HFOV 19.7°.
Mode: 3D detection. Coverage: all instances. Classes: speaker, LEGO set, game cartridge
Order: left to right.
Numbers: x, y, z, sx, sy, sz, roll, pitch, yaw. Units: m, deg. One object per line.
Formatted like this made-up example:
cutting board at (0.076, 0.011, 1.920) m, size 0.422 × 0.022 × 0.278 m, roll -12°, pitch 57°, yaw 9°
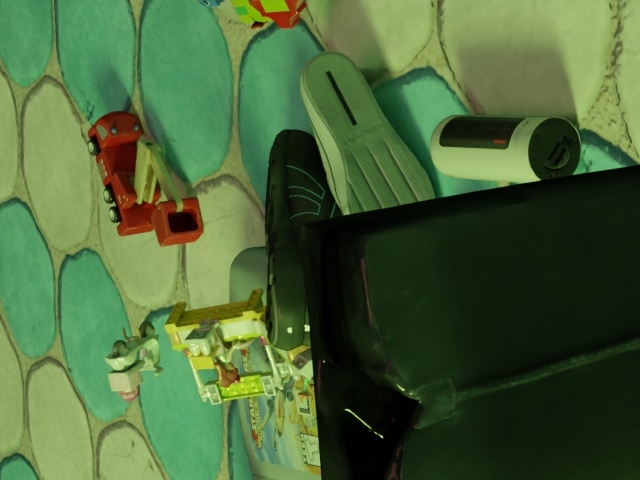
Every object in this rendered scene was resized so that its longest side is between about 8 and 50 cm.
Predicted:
LEGO set at (-0.059, 0.124, 1.754) m, size 0.287 × 0.132 × 0.107 m, roll 1°, pitch 119°, yaw 36°
game cartridge at (-0.019, 0.155, 1.845) m, size 0.198 × 0.062 × 0.297 m, roll 0°, pitch 99°, yaw 55°
speaker at (0.148, -0.074, 1.487) m, size 0.136 × 0.055 × 0.055 m, roll 9°, pitch 107°, yaw 59°

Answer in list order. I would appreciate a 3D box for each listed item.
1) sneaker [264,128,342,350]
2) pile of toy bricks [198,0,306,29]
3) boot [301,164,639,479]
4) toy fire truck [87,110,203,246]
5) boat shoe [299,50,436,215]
sneaker at (0.000, 0.000, 1.710) m, size 0.101 × 0.106 × 0.267 m, roll 94°, pitch 174°, yaw -45°
pile of toy bricks at (-0.074, -0.249, 1.783) m, size 0.212 × 0.118 × 0.105 m, roll 3°, pitch 131°, yaw 43°
boot at (0.222, 0.129, 1.036) m, size 0.146 × 0.445 × 0.367 m, roll -24°, pitch 79°, yaw 59°
toy fire truck at (-0.201, -0.070, 2.084) m, size 0.135 × 0.047 × 0.192 m, roll -41°, pitch 63°, yaw 56°
boat shoe at (0.048, -0.062, 1.658) m, size 0.076 × 0.083 × 0.226 m, roll 86°, pitch 165°, yaw -74°
